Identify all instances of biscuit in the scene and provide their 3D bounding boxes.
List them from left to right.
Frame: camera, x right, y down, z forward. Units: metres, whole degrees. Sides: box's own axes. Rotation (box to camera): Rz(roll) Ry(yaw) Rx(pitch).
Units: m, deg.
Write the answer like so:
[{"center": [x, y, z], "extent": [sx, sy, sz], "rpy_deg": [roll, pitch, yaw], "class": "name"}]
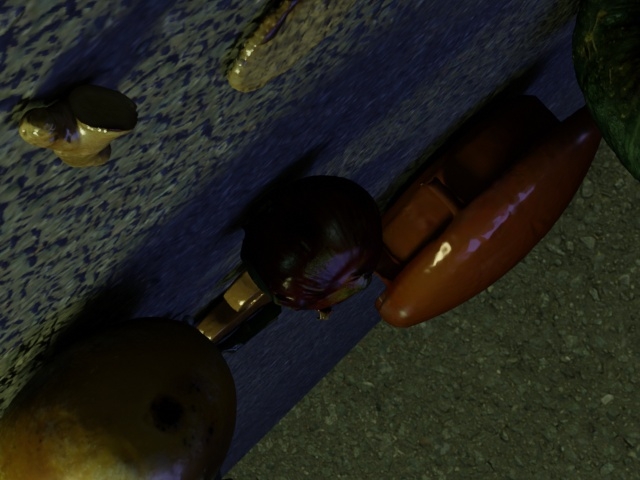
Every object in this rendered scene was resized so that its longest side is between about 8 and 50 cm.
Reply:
[{"center": [-0.029, 0.020, 1.607], "extent": [0.236, 0.040, 0.144], "rpy_deg": [-38, 178, -44], "class": "biscuit"}, {"center": [-0.008, -0.127, 0.934], "extent": [0.120, 0.015, 0.120], "rpy_deg": [-43, 173, -6], "class": "biscuit"}]

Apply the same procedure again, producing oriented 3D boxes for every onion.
[{"center": [0.000, 0.000, 1.339], "extent": [0.118, 0.118, 0.117], "rpy_deg": [-45, 169, 20], "class": "onion"}]

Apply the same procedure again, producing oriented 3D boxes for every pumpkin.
[{"center": [0.373, -0.164, 1.724], "extent": [0.197, 0.293, 0.263], "rpy_deg": [-29, 159, 17], "class": "pumpkin"}]

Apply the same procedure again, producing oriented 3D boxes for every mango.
[{"center": [-0.153, 0.143, 1.234], "extent": [0.192, 0.146, 0.316], "rpy_deg": [-38, -178, -9], "class": "mango"}]

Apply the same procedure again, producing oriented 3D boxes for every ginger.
[{"center": [-0.108, -0.055, 0.761], "extent": [0.048, 0.030, 0.097], "rpy_deg": [-16, 172, 6], "class": "ginger"}]

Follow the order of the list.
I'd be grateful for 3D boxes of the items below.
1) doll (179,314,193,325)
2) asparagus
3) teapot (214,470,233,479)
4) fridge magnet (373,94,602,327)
[{"center": [-0.133, 0.094, 1.449], "extent": [0.057, 0.039, 0.114], "rpy_deg": [-27, 178, -2], "class": "doll"}, {"center": [-0.081, 0.101, 1.844], "extent": [0.108, 0.021, 0.025], "rpy_deg": [-39, 173, -31], "class": "asparagus"}, {"center": [-0.187, 0.255, 1.569], "extent": [0.203, 0.171, 0.225], "rpy_deg": [-13, 176, 18], "class": "teapot"}, {"center": [0.196, -0.041, 1.979], "extent": [0.363, 0.155, 0.363], "rpy_deg": [-43, 173, -7], "class": "fridge magnet"}]
